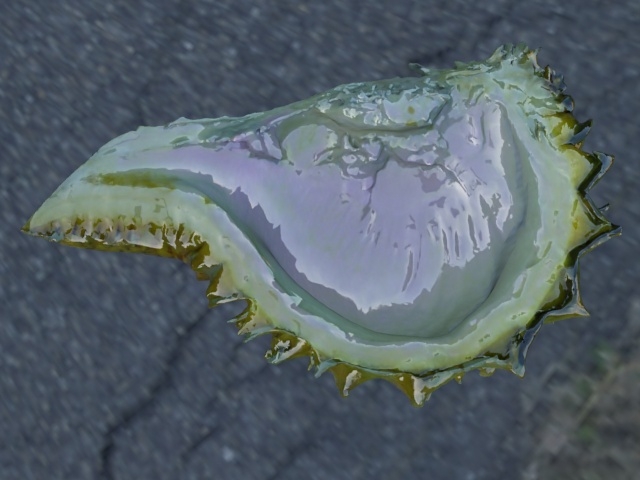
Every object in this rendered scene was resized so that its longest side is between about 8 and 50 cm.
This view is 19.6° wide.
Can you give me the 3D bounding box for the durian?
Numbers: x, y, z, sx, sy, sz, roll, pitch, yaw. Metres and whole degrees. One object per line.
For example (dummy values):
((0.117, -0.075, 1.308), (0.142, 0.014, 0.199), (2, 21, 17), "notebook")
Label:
((-0.001, -0.005, 0.716), (0.224, 0.078, 0.140), (1, 82, -6), "durian")
